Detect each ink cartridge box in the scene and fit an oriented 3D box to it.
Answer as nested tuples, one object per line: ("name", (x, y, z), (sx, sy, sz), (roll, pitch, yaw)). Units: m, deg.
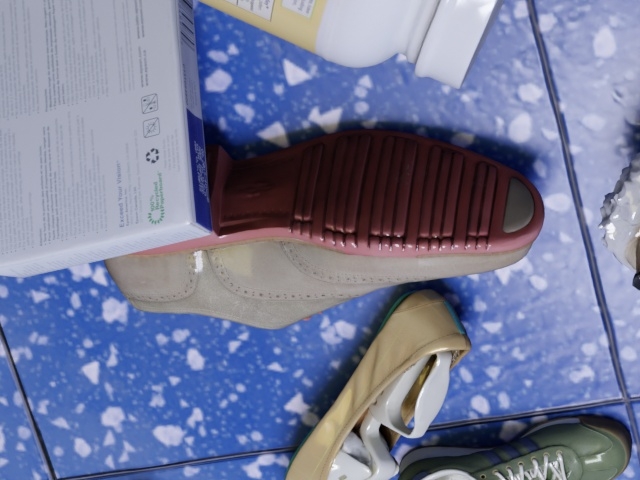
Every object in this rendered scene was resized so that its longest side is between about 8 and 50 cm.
("ink cartridge box", (-0.195, -0.089, 1.373), (0.224, 0.045, 0.223), (-11, 72, 18))

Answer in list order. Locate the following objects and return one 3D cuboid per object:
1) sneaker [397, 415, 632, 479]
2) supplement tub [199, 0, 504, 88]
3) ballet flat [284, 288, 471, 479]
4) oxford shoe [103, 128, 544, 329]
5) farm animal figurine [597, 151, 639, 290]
("sneaker", (0.146, 0.192, 1.441), (0.192, 0.086, 0.064), (-11, 108, 18))
("supplement tub", (-0.016, -0.259, 1.214), (0.331, 0.241, 0.241), (25, 115, 3))
("ballet flat", (0.042, 0.145, 1.445), (0.073, 0.080, 0.232), (48, 121, 36))
("oxford shoe", (0.000, 0.000, 1.402), (0.348, 0.123, 0.130), (2, 134, 16))
("farm animal figurine", (0.372, -0.103, 1.231), (0.330, 0.172, 0.326), (8, 126, 3))
